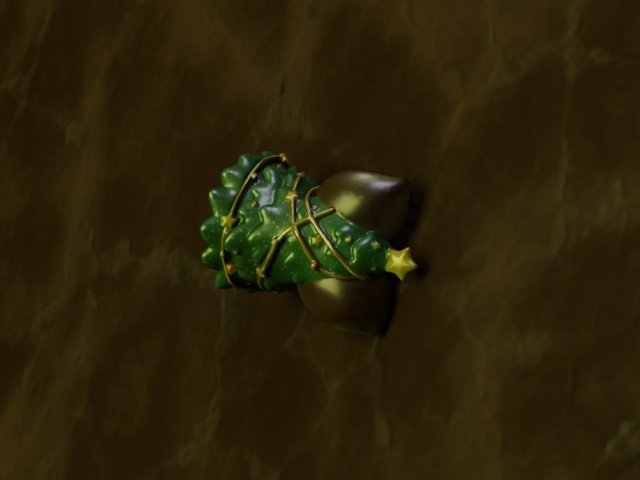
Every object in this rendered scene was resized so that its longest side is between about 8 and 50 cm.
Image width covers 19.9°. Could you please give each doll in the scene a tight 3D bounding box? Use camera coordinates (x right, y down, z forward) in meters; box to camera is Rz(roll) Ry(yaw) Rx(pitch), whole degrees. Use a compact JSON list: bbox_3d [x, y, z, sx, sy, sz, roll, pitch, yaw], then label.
[{"bbox_3d":[-0.010,-0.002,0.884,0.113,0.076,0.078,18,98,54],"label":"doll"}]
